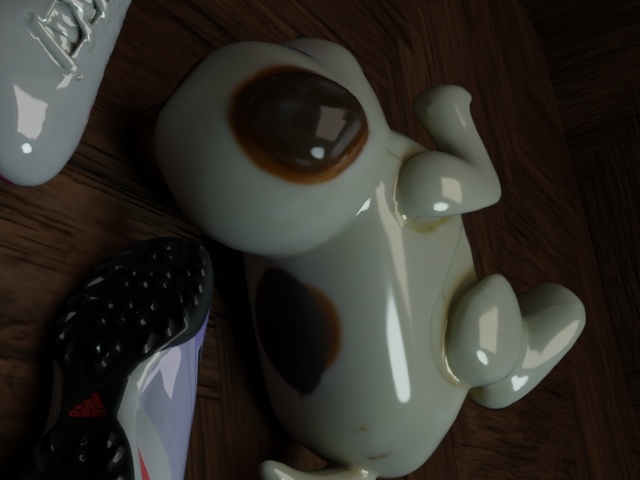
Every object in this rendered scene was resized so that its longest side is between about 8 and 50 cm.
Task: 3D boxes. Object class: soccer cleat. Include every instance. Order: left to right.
[{"bbox_3d":[-0.190,-0.200,0.672,0.116,0.143,0.331,38,41,-51],"label":"soccer cleat"},{"bbox_3d":[-0.137,0.129,0.639,0.318,0.108,0.116,-84,169,-47],"label":"soccer cleat"}]

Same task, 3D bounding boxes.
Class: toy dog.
[{"bbox_3d":[0.000,0.000,0.849,0.395,0.284,0.408,-44,120,-26],"label":"toy dog"}]
